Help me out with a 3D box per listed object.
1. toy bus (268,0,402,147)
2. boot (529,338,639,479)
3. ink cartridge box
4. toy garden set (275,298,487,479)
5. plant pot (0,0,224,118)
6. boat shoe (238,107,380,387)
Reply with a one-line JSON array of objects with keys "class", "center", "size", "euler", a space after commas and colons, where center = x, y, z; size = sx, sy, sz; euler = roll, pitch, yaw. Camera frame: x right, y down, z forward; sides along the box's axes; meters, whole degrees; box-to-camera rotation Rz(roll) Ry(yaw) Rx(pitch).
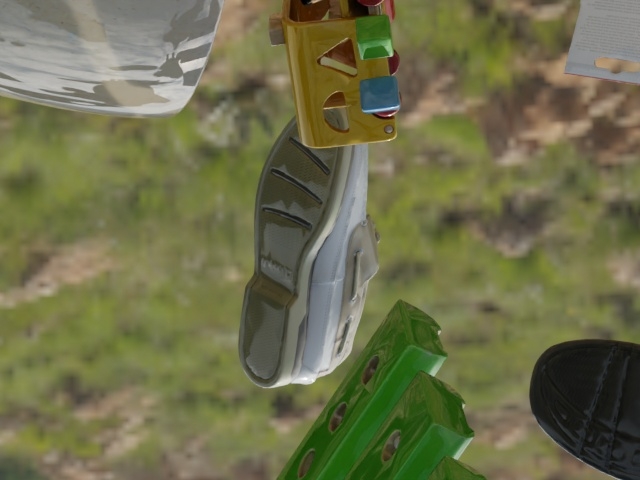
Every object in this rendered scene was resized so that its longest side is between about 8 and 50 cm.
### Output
[{"class": "toy bus", "center": [0.010, -0.178, 1.671], "size": [0.104, 0.202, 0.191], "euler": [-7, 162, 4]}, {"class": "boot", "center": [0.269, 0.123, 1.280], "size": [0.236, 0.085, 0.178], "euler": [12, 180, 31]}, {"class": "ink cartridge box", "center": [0.175, -0.136, 1.061], "size": [0.063, 0.115, 0.029], "euler": [12, 174, 31]}, {"class": "toy garden set", "center": [0.013, 0.165, 0.783], "size": [0.049, 0.204, 0.244], "euler": [27, -161, -16]}, {"class": "plant pot", "center": [-0.147, -0.185, 0.710], "size": [0.191, 0.284, 0.284], "euler": [-1, 166, -15]}, {"class": "boat shoe", "center": [0.000, 0.000, 1.976], "size": [0.103, 0.302, 0.113], "euler": [-4, -151, -39]}]
